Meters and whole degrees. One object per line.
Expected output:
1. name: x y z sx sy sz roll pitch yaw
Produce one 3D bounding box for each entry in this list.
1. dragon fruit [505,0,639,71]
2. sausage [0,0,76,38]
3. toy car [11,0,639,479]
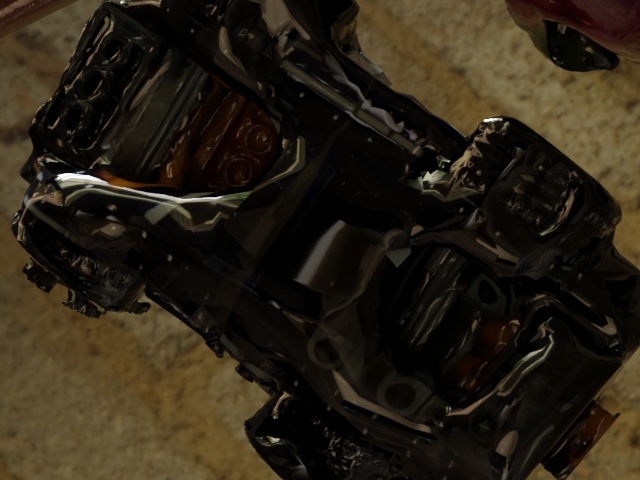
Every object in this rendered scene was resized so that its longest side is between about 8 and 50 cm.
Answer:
1. dragon fruit: 0.163 -0.183 0.571 0.272 0.198 0.218 59 -2 -40
2. sausage: -0.191 -0.166 0.857 0.030 0.147 0.035 67 13 4
3. toy car: 0.001 0.001 0.583 0.301 0.193 0.118 39 2 13
